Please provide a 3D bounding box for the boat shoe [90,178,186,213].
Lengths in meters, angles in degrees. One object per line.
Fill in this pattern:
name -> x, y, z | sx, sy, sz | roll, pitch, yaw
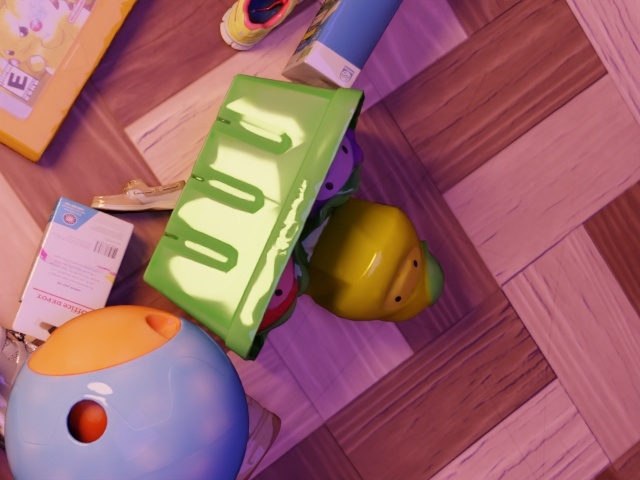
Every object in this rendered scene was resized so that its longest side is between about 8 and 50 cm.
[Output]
boat shoe -> -0.242, -0.060, 1.547 | 0.135, 0.050, 0.045 | -3, 89, -26

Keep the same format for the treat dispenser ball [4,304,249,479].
treat dispenser ball -> -0.229, 0.220, 1.378 | 0.288, 0.288, 0.288 | 0, 91, -17

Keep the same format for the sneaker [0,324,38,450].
sneaker -> -0.411, 0.153, 1.487 | 0.115, 0.105, 0.281 | -35, 106, -29

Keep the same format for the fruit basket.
fruit basket -> 0.000, 0.000, 1.523 | 0.392, 0.283, 0.392 | 0, 84, 0

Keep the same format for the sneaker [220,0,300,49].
sneaker -> -0.050, -0.348, 1.572 | 0.081, 0.094, 0.208 | 36, 80, -13

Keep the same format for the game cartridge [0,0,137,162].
game cartridge -> -0.432, -0.302, 1.483 | 0.323, 0.052, 0.285 | 31, 82, -16

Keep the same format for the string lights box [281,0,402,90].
string lights box -> 0.056, -0.323, 1.583 | 0.076, 0.133, 0.260 | 32, 82, -14

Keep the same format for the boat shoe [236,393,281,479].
boat shoe -> -0.190, 0.349, 1.538 | 0.110, 0.121, 0.341 | 38, 71, -9

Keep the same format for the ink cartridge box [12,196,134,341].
ink cartridge box -> -0.325, 0.047, 1.506 | 0.104, 0.061, 0.181 | 22, 79, -17
